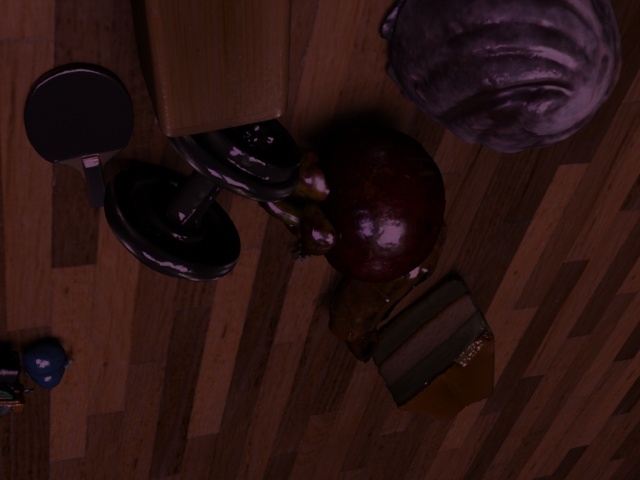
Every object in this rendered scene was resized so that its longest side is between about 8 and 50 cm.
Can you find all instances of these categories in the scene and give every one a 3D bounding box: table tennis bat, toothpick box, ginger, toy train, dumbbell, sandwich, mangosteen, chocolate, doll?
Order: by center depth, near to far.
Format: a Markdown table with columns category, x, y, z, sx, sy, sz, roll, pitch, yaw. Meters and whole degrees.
| category | x | y | z | sx | sy | sz | roll | pitch | yaw |
| --- | --- | --- | --- | --- | --- | --- | --- | --- | --- |
| toothpick box | -0.119 | -0.274 | 0.946 | 0.187 | 0.190 | 0.308 | -14 | 144 | -14 |
| table tennis bat | -0.293 | -0.124 | 1.135 | 0.130 | 0.019 | 0.220 | -13 | 137 | -13 |
| dumbbell | -0.147 | -0.069 | 1.137 | 0.192 | 0.192 | 0.290 | 16 | 127 | -39 |
| chocolate | 0.255 | -0.223 | 1.165 | 0.303 | 0.213 | 0.303 | -16 | 139 | -14 |
| mangosteen | 0.043 | -0.053 | 1.245 | 0.257 | 0.215 | 0.215 | 7 | 132 | -19 |
| toy train | -0.522 | 0.199 | 1.317 | 0.227 | 0.091 | 0.136 | 6 | 121 | -33 |
| doll | -0.414 | 0.187 | 1.391 | 0.076 | 0.050 | 0.083 | -16 | 138 | -18 |
| ginger | 0.097 | 0.076 | 1.497 | 0.133 | 0.107 | 0.309 | -12 | 144 | -53 |
| sandwich | 0.244 | 0.202 | 1.670 | 0.227 | 0.155 | 0.198 | -43 | 139 | 20 |

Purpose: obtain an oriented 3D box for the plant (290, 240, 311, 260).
| category | x | y | z | sx | sy | sz | roll | pitch | yaw |
| --- | --- | --- | --- | --- | --- | --- | --- | --- | --- |
| plant | 0.000 | 0.000 | 1.404 | 0.102 | 0.051 | 0.051 | -17 | 142 | 11 |
